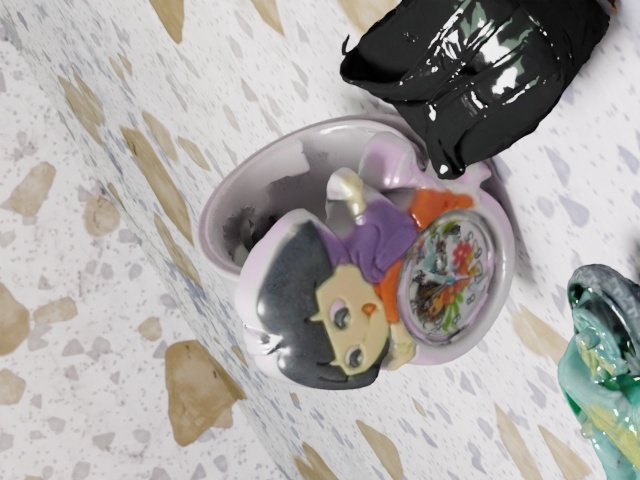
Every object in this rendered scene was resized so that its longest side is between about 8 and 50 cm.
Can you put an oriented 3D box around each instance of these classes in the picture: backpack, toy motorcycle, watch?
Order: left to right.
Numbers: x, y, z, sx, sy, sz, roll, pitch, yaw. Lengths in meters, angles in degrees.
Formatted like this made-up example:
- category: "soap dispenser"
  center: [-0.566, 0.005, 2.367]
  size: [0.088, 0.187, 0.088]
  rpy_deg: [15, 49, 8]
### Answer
- category: "watch"
  center: [0.000, 0.000, 1.329]
  size: [0.231, 0.244, 0.196]
  rpy_deg: [26, 148, 47]
- category: "backpack"
  center: [0.103, -0.118, 1.057]
  size: [0.120, 0.106, 0.165]
  rpy_deg: [49, 146, -10]
- category: "toy motorcycle"
  center: [0.245, 0.155, 1.173]
  size: [0.296, 0.109, 0.198]
  rpy_deg: [55, 166, 9]

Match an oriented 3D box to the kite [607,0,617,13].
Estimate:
- category: "kite"
  center: [0.126, -0.212, 0.966]
  size: [0.159, 0.010, 0.190]
  rpy_deg: [30, 151, 56]
